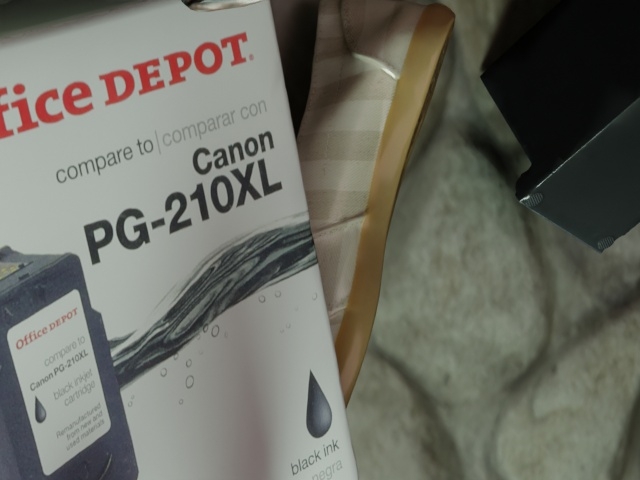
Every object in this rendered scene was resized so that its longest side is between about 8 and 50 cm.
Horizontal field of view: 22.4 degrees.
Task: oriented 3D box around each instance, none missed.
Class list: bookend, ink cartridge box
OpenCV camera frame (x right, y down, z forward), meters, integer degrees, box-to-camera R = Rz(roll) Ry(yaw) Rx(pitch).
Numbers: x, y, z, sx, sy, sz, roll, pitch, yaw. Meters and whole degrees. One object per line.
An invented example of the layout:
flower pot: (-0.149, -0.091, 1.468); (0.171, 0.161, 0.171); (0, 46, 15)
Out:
bookend: (0.142, -0.107, 0.775); (0.157, 0.156, 0.072); (-43, 136, 20)
ink cartridge box: (-0.088, 0.039, 0.548); (0.172, 0.100, 0.237); (-24, 109, -42)

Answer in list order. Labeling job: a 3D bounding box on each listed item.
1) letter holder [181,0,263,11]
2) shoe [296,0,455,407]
letter holder: (0.070, -0.189, 0.516); (0.302, 0.214, 0.152); (-66, 145, -71)
shoe: (0.000, 0.000, 0.671); (0.058, 0.076, 0.219); (17, 80, 0)
